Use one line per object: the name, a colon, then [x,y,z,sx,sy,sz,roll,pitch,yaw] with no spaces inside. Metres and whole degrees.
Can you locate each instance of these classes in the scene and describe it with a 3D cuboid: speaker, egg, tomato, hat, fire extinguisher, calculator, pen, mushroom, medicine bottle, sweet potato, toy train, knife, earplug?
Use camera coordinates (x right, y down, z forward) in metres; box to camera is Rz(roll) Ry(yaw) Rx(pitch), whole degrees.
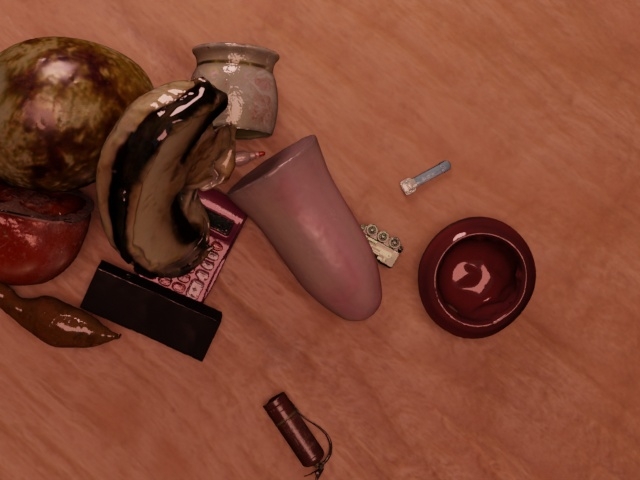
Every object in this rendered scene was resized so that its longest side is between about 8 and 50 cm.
speaker: [-0.274,0.115,1.909,0.218,0.044,0.082,24,106,-6]
egg: [-0.394,-0.195,1.807,0.289,0.238,0.238,-11,92,-22]
tomato: [-0.476,-0.007,1.845,0.214,0.181,0.155,15,106,0]
hat: [0.259,0.061,1.967,0.205,0.089,0.205,0,92,-3]
fire extinguisher: [-0.030,0.323,1.954,0.078,0.045,0.157,-36,94,-28]
calculator: [-0.211,0.003,1.933,0.126,0.034,0.190,27,92,-8]
pen: [-0.197,-0.122,1.937,0.218,0.026,0.026,-13,92,-7]
mushroom: [-0.235,-0.100,1.779,0.130,0.344,0.247,37,57,24]
medicine bottle: [-0.140,-0.240,1.883,0.147,0.147,0.143,3,87,-8]
sweet potato: [-0.448,0.120,1.883,0.269,0.075,0.075,24,87,5]
toy train: [0.097,0.007,1.973,0.083,0.033,0.053,28,90,-7]
knife: [0.180,-0.109,1.995,0.096,0.010,0.027,-29,93,-9]
earplug: [0.000,0.000,1.908,0.172,0.172,0.301,-35,102,-6]
